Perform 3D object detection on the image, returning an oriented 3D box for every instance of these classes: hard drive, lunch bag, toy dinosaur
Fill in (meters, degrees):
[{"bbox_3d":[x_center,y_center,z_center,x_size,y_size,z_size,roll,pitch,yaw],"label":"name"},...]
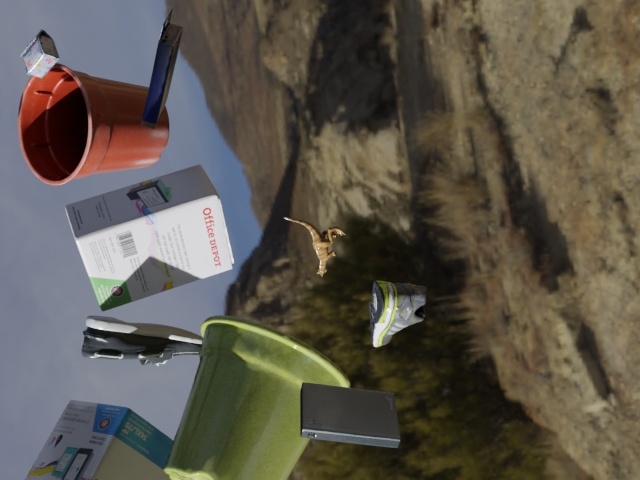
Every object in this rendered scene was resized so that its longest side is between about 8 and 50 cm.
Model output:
[{"bbox_3d":[0.040,0.242,1.241,0.094,0.135,0.022,-93,13,-57],"label":"hard drive"},{"bbox_3d":[-0.610,-0.405,1.933,0.053,0.071,0.083,14,-135,-48],"label":"lunch bag"},{"bbox_3d":[0.000,0.000,2.250,0.064,0.112,0.211,19,140,46],"label":"toy dinosaur"}]

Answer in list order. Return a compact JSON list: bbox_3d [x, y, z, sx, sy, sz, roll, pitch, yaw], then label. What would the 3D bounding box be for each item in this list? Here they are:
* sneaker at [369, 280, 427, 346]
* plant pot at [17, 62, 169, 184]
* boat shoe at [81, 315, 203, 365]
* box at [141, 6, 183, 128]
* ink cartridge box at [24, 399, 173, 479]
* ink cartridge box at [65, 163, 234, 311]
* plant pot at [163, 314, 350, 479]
[{"bbox_3d":[0.179,0.175,2.073,0.300,0.121,0.111,94,173,-71],"label":"sneaker"},{"bbox_3d":[-0.517,-0.270,2.098,0.265,0.272,0.272,-8,-91,-51],"label":"plant pot"},{"bbox_3d":[-0.386,0.231,1.976,0.114,0.302,0.091,13,89,56],"label":"boat shoe"},{"bbox_3d":[-0.326,-0.360,1.862,0.136,0.036,0.225,-89,14,-59],"label":"box"},{"bbox_3d":[-0.423,0.475,1.702,0.197,0.198,0.270,48,-127,-36],"label":"ink cartridge box"},{"bbox_3d":[-0.329,-0.006,1.752,0.117,0.278,0.201,-121,18,-45],"label":"ink cartridge box"},{"bbox_3d":[-0.124,0.303,1.471,0.276,0.276,0.254,81,-150,-61],"label":"plant pot"}]
